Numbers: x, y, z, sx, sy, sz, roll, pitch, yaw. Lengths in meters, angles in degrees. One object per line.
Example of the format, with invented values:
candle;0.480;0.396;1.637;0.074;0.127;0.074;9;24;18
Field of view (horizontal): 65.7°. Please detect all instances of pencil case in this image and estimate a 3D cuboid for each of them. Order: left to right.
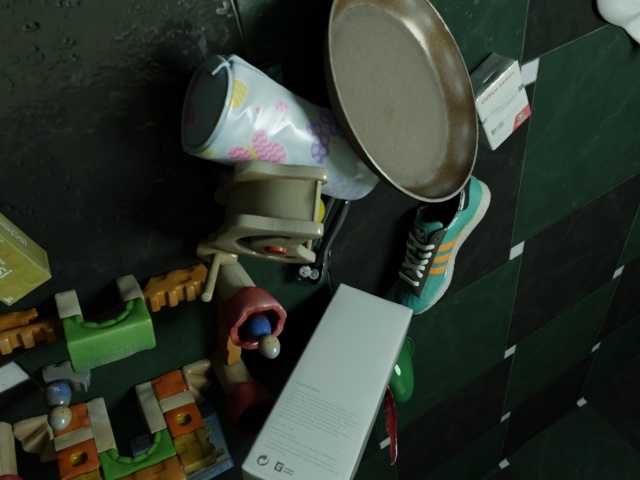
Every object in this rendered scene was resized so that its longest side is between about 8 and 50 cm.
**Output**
pencil case;-0.035;-0.132;0.627;0.273;0.113;0.124;10;133;-39

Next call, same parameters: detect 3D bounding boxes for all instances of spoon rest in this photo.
spoon rest;0.602;-0.441;0.931;0.276;0.084;0.137;31;101;-32

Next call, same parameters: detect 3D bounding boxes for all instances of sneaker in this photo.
sneaker;0.209;0.004;0.967;0.121;0.108;0.302;14;105;-41

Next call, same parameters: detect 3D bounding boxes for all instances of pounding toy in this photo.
pounding toy;-0.066;0.010;0.646;0.154;0.269;0.154;10;76;-21

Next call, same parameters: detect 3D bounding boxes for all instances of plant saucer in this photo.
plant saucer;0.109;-0.198;0.661;0.311;0.050;0.310;12;72;-42

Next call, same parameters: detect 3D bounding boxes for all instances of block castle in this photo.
block castle;-0.278;0.227;0.702;0.453;0.213;0.303;-14;130;-27

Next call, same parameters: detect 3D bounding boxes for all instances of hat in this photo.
hat;0.204;0.365;1.181;0.173;0.183;0.208;-12;129;-29

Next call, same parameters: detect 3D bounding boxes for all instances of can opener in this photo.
can opener;0.000;0.000;0.851;0.059;0.073;0.186;17;114;-1

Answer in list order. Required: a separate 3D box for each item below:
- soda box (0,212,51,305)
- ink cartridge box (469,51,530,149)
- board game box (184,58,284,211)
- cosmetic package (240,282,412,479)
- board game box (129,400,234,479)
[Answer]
soda box;-0.388;-0.009;0.548;0.061;0.058;0.181;-36;137;-8
ink cartridge box;0.303;-0.242;0.870;0.099;0.056;0.135;-44;137;1
board game box;-0.098;-0.139;0.681;0.126;0.026;0.186;-25;134;-18
cosmetic package;0.022;0.291;0.864;0.217;0.156;0.385;95;22;-46
board game box;-0.269;0.429;0.993;0.160;0.039;0.211;-22;134;-21
